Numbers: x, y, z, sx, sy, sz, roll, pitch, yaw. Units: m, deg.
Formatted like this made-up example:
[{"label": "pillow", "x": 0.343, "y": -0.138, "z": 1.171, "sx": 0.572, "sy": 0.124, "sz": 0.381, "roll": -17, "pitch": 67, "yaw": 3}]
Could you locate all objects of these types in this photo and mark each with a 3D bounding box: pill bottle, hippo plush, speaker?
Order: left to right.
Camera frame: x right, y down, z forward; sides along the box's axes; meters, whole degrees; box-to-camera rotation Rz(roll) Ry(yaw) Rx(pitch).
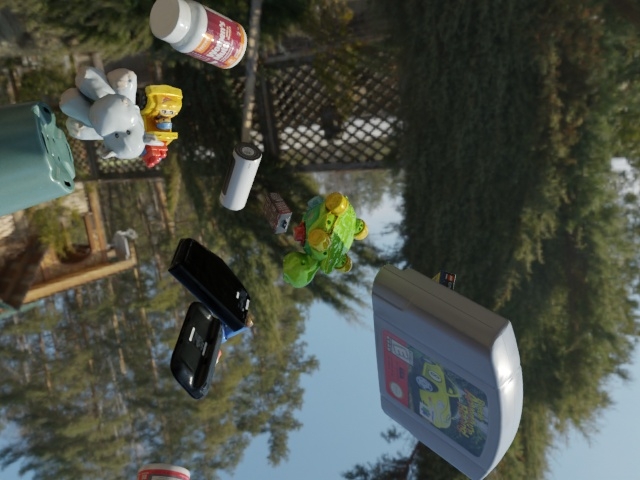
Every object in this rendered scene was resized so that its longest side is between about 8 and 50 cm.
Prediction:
[{"label": "hippo plush", "x": -0.575, "y": -0.305, "z": 1.589, "sx": 0.234, "sy": 0.294, "sz": 0.237, "roll": -19, "pitch": -142, "yaw": -8}, {"label": "pill bottle", "x": -0.327, "y": 0.551, "z": 1.169, "sx": 0.107, "sy": 0.108, "sz": 0.180, "roll": -5, "pitch": -128, "yaw": 9}, {"label": "pill bottle", "x": -0.290, "y": -0.500, "z": 1.405, "sx": 0.121, "sy": 0.121, "sz": 0.221, "roll": 2, "pitch": 180, "yaw": 33}, {"label": "speaker", "x": -0.158, "y": -0.124, "z": 1.153, "sx": 0.055, "sy": 0.136, "sz": 0.055, "roll": 14, "pitch": -136, "yaw": -14}]

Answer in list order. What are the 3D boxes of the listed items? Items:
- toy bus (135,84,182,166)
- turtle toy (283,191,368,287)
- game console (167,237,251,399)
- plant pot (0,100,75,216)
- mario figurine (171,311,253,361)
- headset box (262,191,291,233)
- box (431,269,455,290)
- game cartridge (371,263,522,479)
[{"label": "toy bus", "x": -0.513, "y": -0.345, "z": 1.805, "sx": 0.220, "sy": 0.212, "sz": 0.149, "roll": -26, "pitch": 167, "yaw": 39}, {"label": "turtle toy", "x": 0.000, "y": 0.000, "z": 0.718, "sx": 0.066, "sy": 0.130, "sz": 0.095, "roll": 18, "pitch": 164, "yaw": 33}, {"label": "game console", "x": -0.244, "y": 0.153, "z": 1.204, "sx": 0.044, "sy": 0.213, "sz": 0.361, "roll": -30, "pitch": -152, "yaw": 21}, {"label": "plant pot", "x": -0.853, "y": -0.205, "z": 1.532, "sx": 0.334, "sy": 0.341, "sz": 0.341, "roll": -15, "pitch": -166, "yaw": -7}, {"label": "mario figurine", "x": -0.410, "y": 0.350, "z": 2.149, "sx": 0.320, "sy": 0.170, "sz": 0.198, "roll": -38, "pitch": -154, "yaw": -11}, {"label": "headset box", "x": -0.099, "y": -0.061, "z": 1.347, "sx": 0.032, "sy": 0.062, "sz": 0.083, "roll": -11, "pitch": -131, "yaw": -31}, {"label": "box", "x": 0.287, "y": 0.212, "z": 1.530, "sx": 0.044, "sy": 0.233, "sz": 0.159, "roll": 17, "pitch": 155, "yaw": -3}, {"label": "game cartridge", "x": 0.158, "y": 0.181, "z": 0.749, "sx": 0.196, "sy": 0.294, "sz": 0.060, "roll": 25, "pitch": -130, "yaw": 35}]
